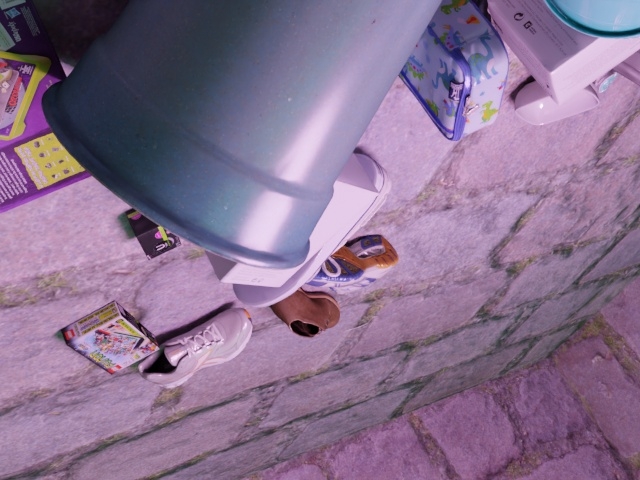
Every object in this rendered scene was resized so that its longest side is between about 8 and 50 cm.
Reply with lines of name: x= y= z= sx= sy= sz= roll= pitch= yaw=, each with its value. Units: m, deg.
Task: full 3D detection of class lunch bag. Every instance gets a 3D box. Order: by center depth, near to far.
lunch bag: x=0.168 y=-0.258 z=1.087 sx=0.090 sy=0.219 sz=0.176 roll=-25 pitch=154 yaw=-11

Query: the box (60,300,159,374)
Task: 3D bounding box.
box: x=-0.399 y=0.191 z=1.500 sx=0.114 sy=0.036 sz=0.207 roll=-29 pitch=154 yaw=-4

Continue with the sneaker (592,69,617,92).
sneaker: x=0.548 y=-0.346 z=1.513 sx=0.166 sy=0.076 sz=0.065 roll=-39 pitch=165 yaw=-52

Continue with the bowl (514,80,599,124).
bowl: x=0.454 y=-0.278 z=1.506 sx=0.142 sy=0.053 sz=0.142 roll=-16 pitch=163 yaw=34

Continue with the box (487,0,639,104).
box: x=0.386 y=-0.345 z=1.206 sx=0.182 sy=0.181 sz=0.119 roll=-36 pitch=153 yaw=11

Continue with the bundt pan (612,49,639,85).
bundt pan: x=0.647 y=-0.389 z=1.336 sx=0.331 sy=0.124 sz=0.331 roll=-46 pitch=173 yaw=-8

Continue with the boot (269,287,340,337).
boot: x=-0.023 y=0.182 z=1.794 sx=0.112 sy=0.115 sz=0.305 roll=-38 pitch=154 yaw=11

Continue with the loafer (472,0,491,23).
loafer: x=0.234 y=-0.335 z=1.225 sx=0.061 sy=0.062 sz=0.170 roll=4 pitch=169 yaw=17

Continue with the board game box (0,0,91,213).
board game box: x=-0.390 y=-0.153 z=0.889 sx=0.208 sy=0.056 sz=0.347 roll=-28 pitch=154 yaw=-15

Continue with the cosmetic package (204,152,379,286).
cosmetic package: x=-0.075 y=-0.089 z=1.126 sx=0.224 sy=0.224 sz=0.138 roll=-44 pitch=151 yaw=26

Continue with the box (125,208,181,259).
box: x=-0.267 y=-0.018 z=1.249 sx=0.062 sy=0.052 sz=0.083 roll=-26 pitch=155 yaw=-10

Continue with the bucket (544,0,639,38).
bucket: x=0.409 y=-0.414 z=1.022 sx=0.281 sy=0.281 sz=0.183 roll=-31 pitch=159 yaw=1

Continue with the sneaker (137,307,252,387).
sneaker: x=-0.261 y=0.227 z=1.622 sx=0.262 sy=0.099 sz=0.121 roll=-35 pitch=163 yaw=8

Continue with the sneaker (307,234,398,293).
sneaker: x=0.039 y=0.072 z=1.665 sx=0.296 sy=0.112 sz=0.131 roll=-3 pitch=143 yaw=-43

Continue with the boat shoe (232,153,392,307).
boat shoe: x=-0.004 y=-0.007 z=1.478 sx=0.367 sy=0.136 sz=0.156 roll=-48 pitch=154 yaw=12

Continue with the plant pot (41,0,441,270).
plant pot: x=-0.063 y=-0.202 z=0.835 sx=0.341 sy=0.341 sz=0.334 roll=11 pitch=121 yaw=-54
